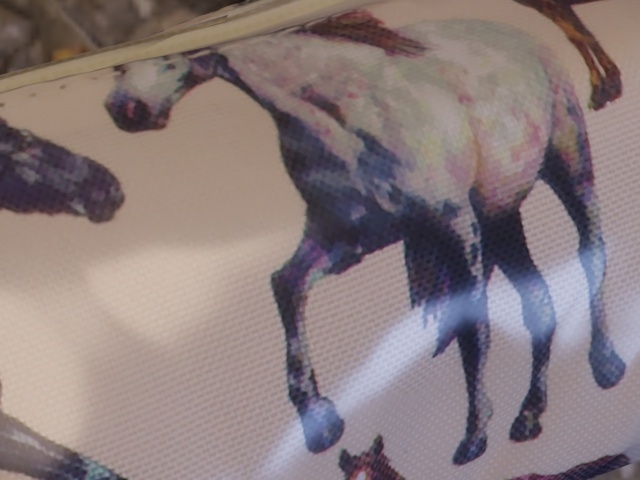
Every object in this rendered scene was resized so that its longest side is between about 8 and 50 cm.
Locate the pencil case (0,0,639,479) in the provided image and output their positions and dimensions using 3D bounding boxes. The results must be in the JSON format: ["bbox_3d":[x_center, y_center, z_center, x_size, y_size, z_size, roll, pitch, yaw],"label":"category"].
[{"bbox_3d":[0.000,0.000,0.512,0.410,0.160,0.183,-20,126,-17],"label":"pencil case"}]
